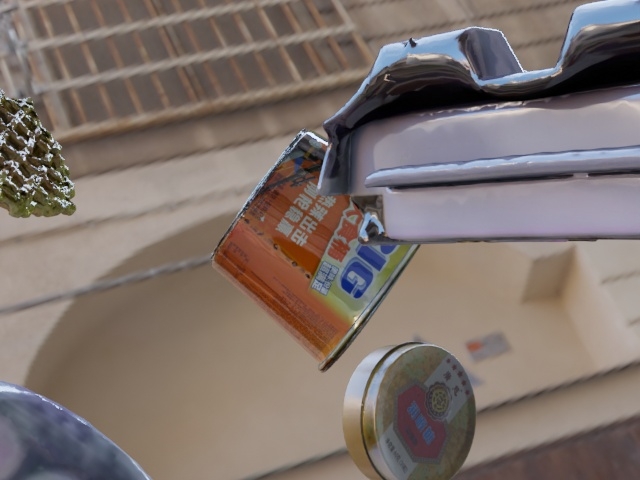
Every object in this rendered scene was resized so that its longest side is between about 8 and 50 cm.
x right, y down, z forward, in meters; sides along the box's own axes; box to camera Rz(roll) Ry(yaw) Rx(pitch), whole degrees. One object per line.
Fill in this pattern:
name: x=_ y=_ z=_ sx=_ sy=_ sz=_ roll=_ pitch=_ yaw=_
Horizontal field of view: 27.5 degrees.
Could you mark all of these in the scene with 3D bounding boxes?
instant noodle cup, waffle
instant noodle cup: x=0.000 y=0.000 z=1.751 sx=0.296 sy=0.214 sz=0.296 roll=-54 pitch=1 yaw=1
waffle: x=-0.435 y=-0.130 z=1.745 sx=0.052 sy=0.254 sz=0.245 roll=-42 pitch=-26 yaw=22

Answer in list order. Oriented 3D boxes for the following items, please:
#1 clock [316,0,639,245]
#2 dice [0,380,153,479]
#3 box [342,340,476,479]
clock: x=0.143 y=-0.040 z=0.510 sx=0.186 sy=0.083 sz=0.253 roll=-1 pitch=1 yaw=-38
dice: x=-0.285 y=0.295 z=1.057 sx=0.270 sy=0.270 sz=0.271 roll=-53 pitch=2 yaw=-41
box: x=0.063 y=0.124 z=0.927 sx=0.105 sy=0.105 sz=0.037 roll=11 pitch=-10 yaw=-41
